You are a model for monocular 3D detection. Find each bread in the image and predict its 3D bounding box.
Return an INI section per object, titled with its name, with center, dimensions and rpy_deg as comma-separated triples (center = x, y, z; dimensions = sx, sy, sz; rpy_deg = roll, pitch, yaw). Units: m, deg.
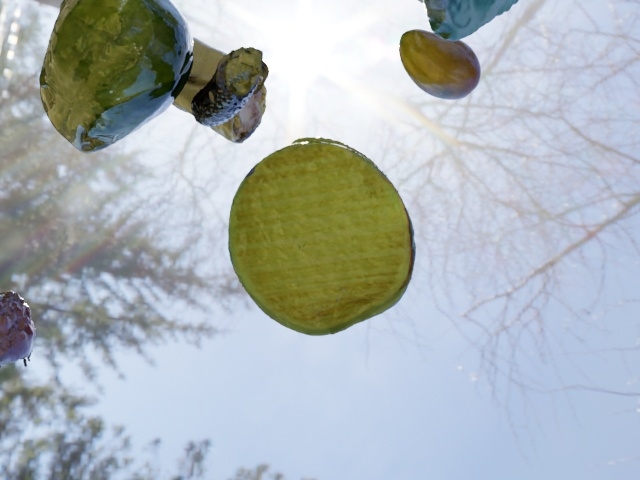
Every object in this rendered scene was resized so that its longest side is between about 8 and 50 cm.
[bread]
center = -0.004, -0.004, 1.376
dimensions = 0.301, 0.045, 0.301
rpy_deg = 5, -74, 19

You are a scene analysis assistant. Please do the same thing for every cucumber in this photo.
[cucumber]
center = -0.132, -0.193, 1.264
dimensions = 0.245, 0.067, 0.067
rpy_deg = 155, -58, -69

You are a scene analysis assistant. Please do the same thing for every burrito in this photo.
[burrito]
center = -0.203, -0.264, 1.578
dimensions = 0.299, 0.143, 0.105
rpy_deg = 31, -41, 30

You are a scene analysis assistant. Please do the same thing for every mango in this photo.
[mango]
center = 0.204, -0.302, 1.617
dimensions = 0.089, 0.163, 0.111
rpy_deg = -22, -113, 58

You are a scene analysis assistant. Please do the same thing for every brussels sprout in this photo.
[brussels sprout]
center = -0.306, -0.256, 1.371
dimensions = 0.271, 0.210, 0.219
rpy_deg = -47, -156, 22

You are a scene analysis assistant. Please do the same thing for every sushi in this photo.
[sushi]
center = -0.429, 0.119, 1.205
dimensions = 0.161, 0.241, 0.107
rpy_deg = -13, -97, 27

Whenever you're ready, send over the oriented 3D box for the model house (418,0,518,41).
[model house]
center = 0.128, -0.471, 1.276
dimensions = 0.194, 0.267, 0.325
rpy_deg = -37, -123, -7
